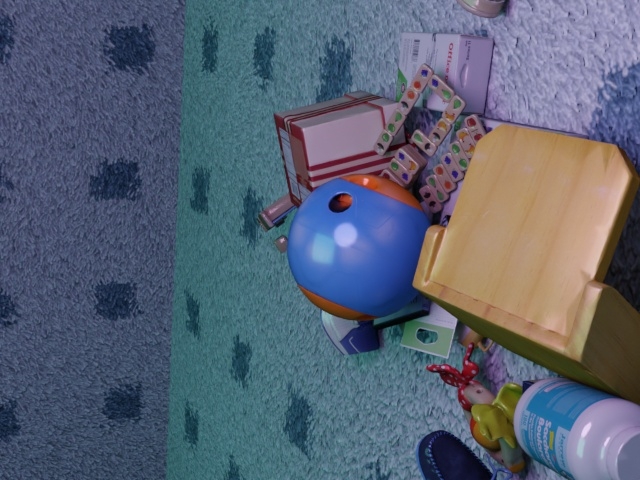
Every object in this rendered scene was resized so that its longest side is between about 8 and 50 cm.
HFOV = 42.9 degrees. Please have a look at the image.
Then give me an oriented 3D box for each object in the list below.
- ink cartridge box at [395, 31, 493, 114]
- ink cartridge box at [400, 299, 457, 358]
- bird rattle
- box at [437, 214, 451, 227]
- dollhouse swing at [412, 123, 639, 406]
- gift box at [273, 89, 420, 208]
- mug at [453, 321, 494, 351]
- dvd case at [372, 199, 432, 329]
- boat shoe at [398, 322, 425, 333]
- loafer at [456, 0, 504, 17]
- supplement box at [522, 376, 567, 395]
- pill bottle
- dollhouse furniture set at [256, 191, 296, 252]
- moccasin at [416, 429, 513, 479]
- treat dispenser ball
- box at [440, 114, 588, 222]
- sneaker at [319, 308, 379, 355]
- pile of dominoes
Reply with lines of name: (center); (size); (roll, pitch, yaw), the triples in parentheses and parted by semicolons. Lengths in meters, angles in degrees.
ink cartridge box: (0.245, -0.339, 1.643); (0.208, 0.087, 0.153); (31, 118, 60)
ink cartridge box: (0.251, 0.113, 1.638); (0.171, 0.056, 0.235); (5, 82, 62)
bird rattle: (0.304, 0.329, 1.532); (0.253, 0.143, 0.207); (25, 138, 57)
box: (0.245, 0.031, 1.588); (0.094, 0.027, 0.137); (120, 152, -49)
dollhouse swing: (0.382, 0.031, 1.319); (0.347, 0.315, 0.305); (22, 80, 51)
gift box: (0.064, -0.177, 1.819); (0.255, 0.258, 0.276); (-133, 29, -60)
mug: (0.308, 0.174, 1.607); (0.064, 0.078, 0.062); (-63, -4, 30)
dvd case: (0.174, 0.054, 1.735); (0.180, 0.022, 0.253); (-27, 52, 55)
boat shoe: (0.190, 0.109, 1.803); (0.081, 0.069, 0.227); (97, 164, -49)
loafer: (0.290, -0.541, 1.528); (0.092, 0.102, 0.268); (130, 132, -60)
supplement box: (0.396, 0.282, 1.394); (0.056, 0.083, 0.083); (-174, 83, -69)
pill bottle: (0.411, 0.299, 1.227); (0.264, 0.146, 0.146); (-177, 86, -78)
dollhouse furniture set: (0.000, 0.000, 2.171); (0.303, 0.198, 0.286); (55, 174, -2)
moccasin: (0.315, 0.481, 1.470); (0.342, 0.138, 0.117); (49, 153, 4)
treat dispenser ball: (0.078, 0.014, 1.593); (0.288, 0.288, 0.288); (8, 99, 62)
box: (0.345, -0.102, 1.505); (0.322, 0.058, 0.232); (30, 118, 60)
sneaker: (0.084, 0.110, 1.927); (0.182, 0.127, 0.315); (-22, 84, 44)
pile of dominoes: (0.202, -0.185, 1.580); (0.196, 0.040, 0.251); (46, 137, 16)
